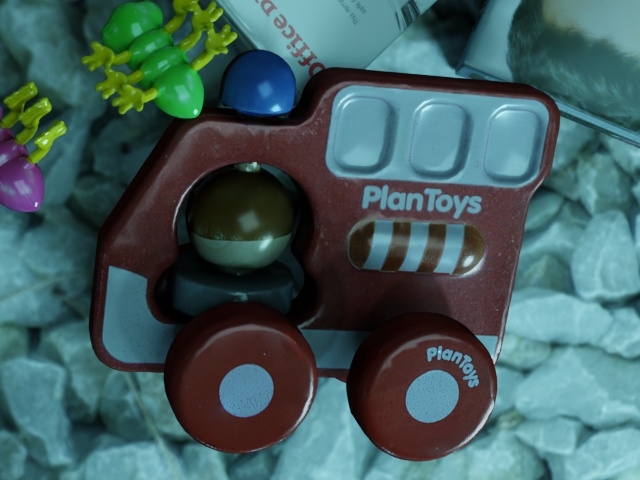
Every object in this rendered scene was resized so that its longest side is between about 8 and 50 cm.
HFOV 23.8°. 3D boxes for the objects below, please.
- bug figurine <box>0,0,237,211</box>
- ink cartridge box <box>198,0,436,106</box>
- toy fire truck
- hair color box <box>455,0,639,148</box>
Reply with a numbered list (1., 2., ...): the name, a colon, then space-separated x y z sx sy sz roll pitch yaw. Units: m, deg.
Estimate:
1. bug figurine: -0.189 -0.133 0.968 0.279 0.072 0.216 -32 74 -9
2. ink cartridge box: 0.010 -0.212 1.061 0.203 0.086 0.148 -43 114 -7
3. toy fire truck: 0.000 0.000 1.038 0.302 0.169 0.254 4 106 -15
4. hair color box: 0.255 -0.261 1.102 0.185 0.113 0.374 22 94 0
